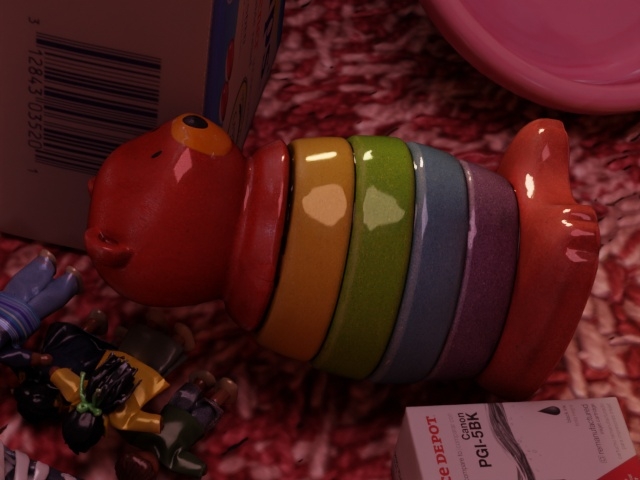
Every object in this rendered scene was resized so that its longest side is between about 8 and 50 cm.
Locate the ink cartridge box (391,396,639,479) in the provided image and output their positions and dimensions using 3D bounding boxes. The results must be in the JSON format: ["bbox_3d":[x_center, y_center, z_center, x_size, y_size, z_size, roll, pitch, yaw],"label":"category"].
[{"bbox_3d":[0.119,0.148,1.010,0.135,0.056,0.099,-2,44,-11],"label":"ink cartridge box"}]

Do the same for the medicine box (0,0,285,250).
[{"bbox_3d":[-0.113,-0.177,1.175,0.149,0.263,0.289,12,43,4],"label":"medicine box"}]

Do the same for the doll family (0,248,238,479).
[{"bbox_3d":[-0.148,0.081,1.038,0.193,0.076,0.111,23,49,24],"label":"doll family"}]

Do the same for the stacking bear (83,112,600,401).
[{"bbox_3d":[0.000,0.000,1.048,0.289,0.164,0.175,10,31,-10],"label":"stacking bear"}]

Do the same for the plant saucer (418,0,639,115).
[{"bbox_3d":[0.198,-0.257,1.335,0.332,0.084,0.332,3,81,-20],"label":"plant saucer"}]

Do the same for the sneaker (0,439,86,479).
[{"bbox_3d":[-0.155,0.142,0.906,0.282,0.153,0.099,12,43,5],"label":"sneaker"}]
